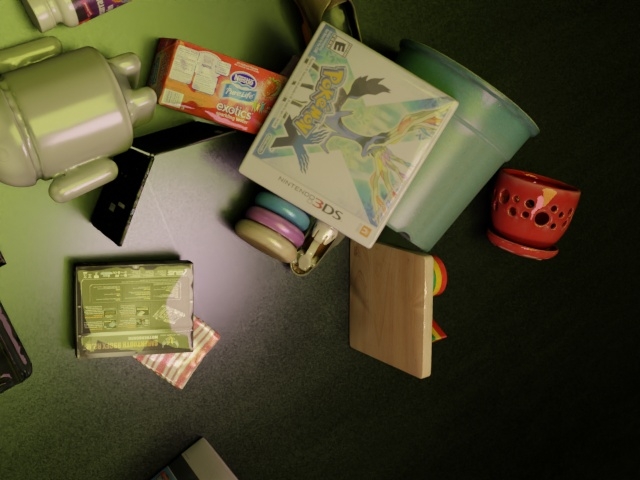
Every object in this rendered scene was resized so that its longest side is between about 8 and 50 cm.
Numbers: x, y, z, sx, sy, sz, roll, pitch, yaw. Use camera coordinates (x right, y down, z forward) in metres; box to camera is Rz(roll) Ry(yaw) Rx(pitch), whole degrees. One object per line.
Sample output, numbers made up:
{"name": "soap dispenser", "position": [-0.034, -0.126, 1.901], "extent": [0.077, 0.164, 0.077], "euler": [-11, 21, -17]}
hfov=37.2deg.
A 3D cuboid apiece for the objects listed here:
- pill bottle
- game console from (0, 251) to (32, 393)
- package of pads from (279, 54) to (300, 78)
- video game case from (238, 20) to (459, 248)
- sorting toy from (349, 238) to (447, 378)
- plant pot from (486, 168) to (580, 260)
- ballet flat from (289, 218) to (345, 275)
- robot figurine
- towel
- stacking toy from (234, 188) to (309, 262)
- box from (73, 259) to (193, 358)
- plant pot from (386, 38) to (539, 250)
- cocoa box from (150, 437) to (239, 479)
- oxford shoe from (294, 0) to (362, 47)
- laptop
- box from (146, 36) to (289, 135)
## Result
{"name": "pill bottle", "position": [-0.431, -0.448, 1.703], "extent": [0.193, 0.108, 0.108], "euler": [-30, 112, -16]}
{"name": "game console", "position": [-0.661, 0.128, 1.758], "extent": [0.213, 0.044, 0.361], "euler": [-26, 111, -17]}
{"name": "package of pads", "position": [-0.039, -0.336, 1.956], "extent": [0.083, 0.032, 0.050], "euler": [38, 87, -27]}
{"name": "video game case", "position": [0.050, -0.196, 1.803], "extent": [0.300, 0.036, 0.329], "euler": [30, 101, -2]}
{"name": "sorting toy", "position": [0.172, 0.131, 2.037], "extent": [0.089, 0.255, 0.257], "euler": [-8, 105, -33]}
{"name": "plant pot", "position": [0.478, -0.060, 2.180], "extent": [0.191, 0.191, 0.174], "euler": [7, 107, -26]}
{"name": "ballet flat", "position": [0.000, 0.000, 1.968], "extent": [0.072, 0.213, 0.068], "euler": [36, 40, 3]}
{"name": "robot figurine", "position": [-0.470, -0.216, 1.682], "extent": [0.353, 0.200, 0.300], "euler": [-23, 79, -19]}
{"name": "towel", "position": [-0.317, 0.198, 1.943], "extent": [0.197, 0.029, 0.144], "euler": [40, 82, -27]}
{"name": "stacking toy", "position": [-0.038, -0.125, 1.959], "extent": [0.141, 0.141, 0.330], "euler": [35, 79, -27]}
{"name": "box", "position": [-0.365, 0.133, 1.870], "extent": [0.231, 0.056, 0.183], "euler": [-2, 98, -18]}
{"name": "plant pot", "position": [0.211, -0.181, 1.964], "extent": [0.341, 0.341, 0.334], "euler": [33, 95, -27]}
{"name": "cocoa box", "position": [-0.212, 0.603, 1.901], "extent": [0.228, 0.347, 0.231], "euler": [-38, 115, -13]}
{"name": "oxford shoe", "position": [0.001, -0.509, 1.880], "extent": [0.130, 0.133, 0.364], "euler": [-32, 113, -15]}
{"name": "laptop", "position": [-0.299, -0.114, 1.768], "extent": [0.136, 0.234, 0.264], "euler": [20, 91, -27]}
{"name": "box", "position": [-0.195, -0.292, 1.840], "extent": [0.257, 0.122, 0.128], "euler": [14, 96, -28]}
